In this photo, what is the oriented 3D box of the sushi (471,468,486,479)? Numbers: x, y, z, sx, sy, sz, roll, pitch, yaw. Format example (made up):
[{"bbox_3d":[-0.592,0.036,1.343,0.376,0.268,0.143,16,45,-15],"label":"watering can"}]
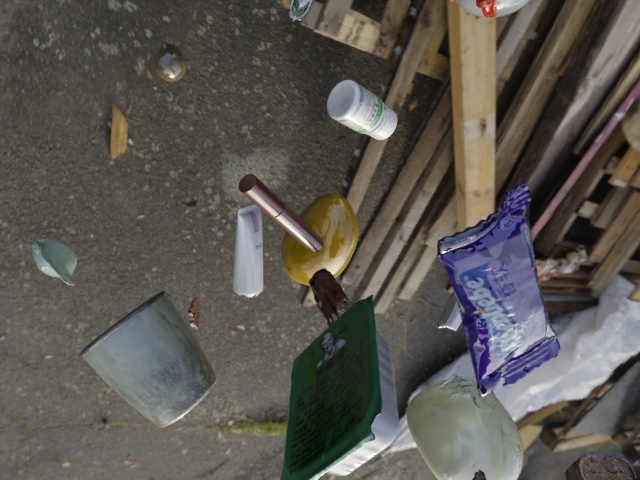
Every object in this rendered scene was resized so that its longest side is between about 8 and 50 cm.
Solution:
[{"bbox_3d":[0.235,0.622,1.115,0.296,0.179,0.167,-40,166,35],"label":"sushi"}]

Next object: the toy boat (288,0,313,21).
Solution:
[{"bbox_3d":[-0.033,-0.419,0.889,0.038,0.038,0.083,32,75,-39],"label":"toy boat"}]

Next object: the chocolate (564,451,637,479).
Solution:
[{"bbox_3d":[0.637,0.592,1.115,0.149,0.214,0.093,8,137,-13],"label":"chocolate"}]

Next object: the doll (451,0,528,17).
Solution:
[{"bbox_3d":[0.249,-0.362,0.703,0.245,0.143,0.076,-50,141,-46],"label":"doll"}]

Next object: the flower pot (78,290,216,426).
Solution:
[{"bbox_3d":[-0.490,0.361,1.517,0.294,0.293,0.330,-39,96,1],"label":"flower pot"}]

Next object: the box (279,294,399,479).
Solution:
[{"bbox_3d":[0.050,0.291,0.940,0.106,0.336,0.264,36,116,-17],"label":"box"}]

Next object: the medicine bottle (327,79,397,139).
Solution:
[{"bbox_3d":[0.145,-0.431,1.700,0.237,0.139,0.139,18,112,-45],"label":"medicine bottle"}]

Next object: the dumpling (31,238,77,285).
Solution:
[{"bbox_3d":[-0.867,0.082,1.656,0.105,0.149,0.216,-7,159,-2],"label":"dumpling"}]

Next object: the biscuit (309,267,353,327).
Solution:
[{"bbox_3d":[0.077,0.284,1.652,0.091,0.407,0.407,-29,131,-8],"label":"biscuit"}]

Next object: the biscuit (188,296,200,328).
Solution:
[{"bbox_3d":[-0.476,0.268,1.906,0.019,0.129,0.119,-2,134,2],"label":"biscuit"}]

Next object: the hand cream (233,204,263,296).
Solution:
[{"bbox_3d":[-0.276,0.039,1.966,0.185,0.118,0.358,-31,127,-65],"label":"hand cream"}]

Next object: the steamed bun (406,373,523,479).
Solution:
[{"bbox_3d":[0.419,0.533,1.384,0.233,0.311,0.334,-46,142,19],"label":"steamed bun"}]

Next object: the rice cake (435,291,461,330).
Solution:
[{"bbox_3d":[0.561,0.170,1.905,0.070,0.064,0.398,24,97,-25],"label":"rice cake"}]

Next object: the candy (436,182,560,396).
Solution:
[{"bbox_3d":[0.239,0.074,0.660,0.145,0.070,0.275,-26,113,-11],"label":"candy"}]

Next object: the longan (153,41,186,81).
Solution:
[{"bbox_3d":[-0.440,-0.522,1.472,0.092,0.113,0.113,3,126,8],"label":"longan"}]

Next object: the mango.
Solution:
[{"bbox_3d":[0.000,0.000,2.061,0.232,0.300,0.445,-11,142,-44],"label":"mango"}]

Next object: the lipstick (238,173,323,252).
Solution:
[{"bbox_3d":[-0.094,-0.062,1.342,0.057,0.057,0.357,-42,142,4],"label":"lipstick"}]
